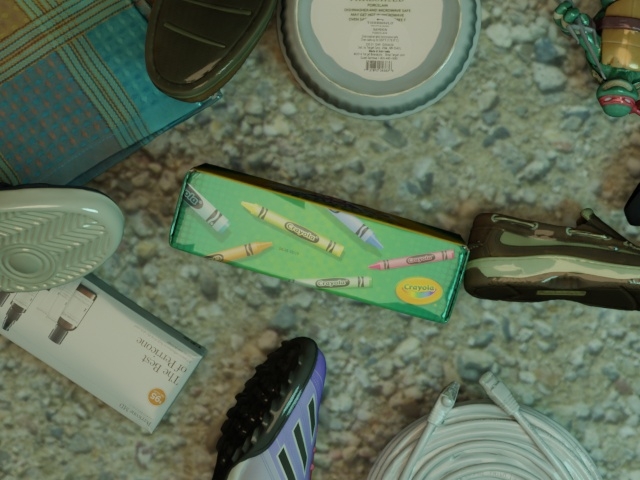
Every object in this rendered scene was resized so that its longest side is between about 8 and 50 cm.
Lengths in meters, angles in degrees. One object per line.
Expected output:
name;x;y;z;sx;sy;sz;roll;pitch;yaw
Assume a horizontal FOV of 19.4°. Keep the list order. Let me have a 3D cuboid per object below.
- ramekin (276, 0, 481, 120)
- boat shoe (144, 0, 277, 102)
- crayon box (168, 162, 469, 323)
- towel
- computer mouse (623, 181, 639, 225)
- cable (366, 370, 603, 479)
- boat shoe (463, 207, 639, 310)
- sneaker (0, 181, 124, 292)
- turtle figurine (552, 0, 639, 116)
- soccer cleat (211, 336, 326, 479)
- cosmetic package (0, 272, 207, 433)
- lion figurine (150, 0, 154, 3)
ramekin;0.058;-0.221;1.851;0.207;0.109;0.207;0;94;1
boat shoe;-0.075;-0.253;1.804;0.110;0.104;0.307;19;70;13
crayon box;0.000;0.000;1.841;0.278;0.165;0.081;16;95;0
towel;-0.309;-0.214;1.822;0.271;0.040;0.370;-30;108;22
computer mouse;0.382;-0.111;1.870;0.041;0.071;0.242;35;90;3
cable;0.165;0.287;1.897;0.257;0.089;0.257;41;95;-2
boat shoe;0.273;0.011;1.874;0.257;0.095;0.095;5;72;-7
sneaker;-0.352;-0.032;1.837;0.350;0.148;0.131;-6;136;16
turtle figurine;0.303;-0.209;1.842;0.175;0.118;0.234;9;79;-13
soccer cleat;-0.054;0.252;1.904;0.116;0.108;0.318;23;93;-20
cosmetic package;-0.242;0.089;1.908;0.239;0.060;0.099;33;95;-1
lion figurine;-0.223;-0.401;1.850;0.392;0.142;0.240;34;87;-15
